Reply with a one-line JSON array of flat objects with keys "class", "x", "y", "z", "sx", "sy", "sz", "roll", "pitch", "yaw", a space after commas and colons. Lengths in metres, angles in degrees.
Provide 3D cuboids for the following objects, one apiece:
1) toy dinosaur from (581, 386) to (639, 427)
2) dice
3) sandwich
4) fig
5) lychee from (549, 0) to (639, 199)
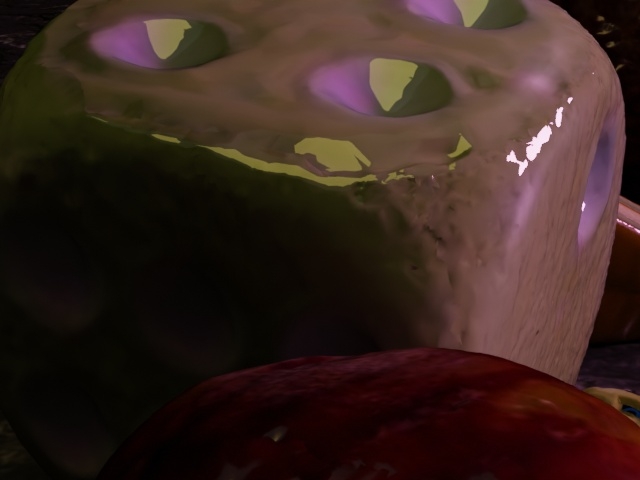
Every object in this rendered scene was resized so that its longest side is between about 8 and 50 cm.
[{"class": "toy dinosaur", "x": 0.190, "y": 0.136, "z": 0.568, "sx": 0.153, "sy": 0.094, "sz": 0.259, "roll": -8, "pitch": 31, "yaw": 0}, {"class": "dice", "x": -0.001, "y": 0.009, "z": 0.678, "sx": 0.252, "sy": 0.254, "sz": 0.250, "roll": 15, "pitch": 36, "yaw": 23}, {"class": "sandwich", "x": 0.203, "y": -0.005, "z": 0.854, "sx": 0.163, "sy": 0.113, "sz": 0.079, "roll": -6, "pitch": 23, "yaw": -2}, {"class": "fig", "x": 0.026, "y": 0.141, "z": 0.442, "sx": 0.224, "sy": 0.224, "sz": 0.263, "roll": 16, "pitch": 37, "yaw": 42}, {"class": "lychee", "x": 0.273, "y": -0.158, "z": 1.008, "sx": 0.300, "sy": 0.264, "sz": 0.264, "roll": -5, "pitch": 21, "yaw": 30}]
